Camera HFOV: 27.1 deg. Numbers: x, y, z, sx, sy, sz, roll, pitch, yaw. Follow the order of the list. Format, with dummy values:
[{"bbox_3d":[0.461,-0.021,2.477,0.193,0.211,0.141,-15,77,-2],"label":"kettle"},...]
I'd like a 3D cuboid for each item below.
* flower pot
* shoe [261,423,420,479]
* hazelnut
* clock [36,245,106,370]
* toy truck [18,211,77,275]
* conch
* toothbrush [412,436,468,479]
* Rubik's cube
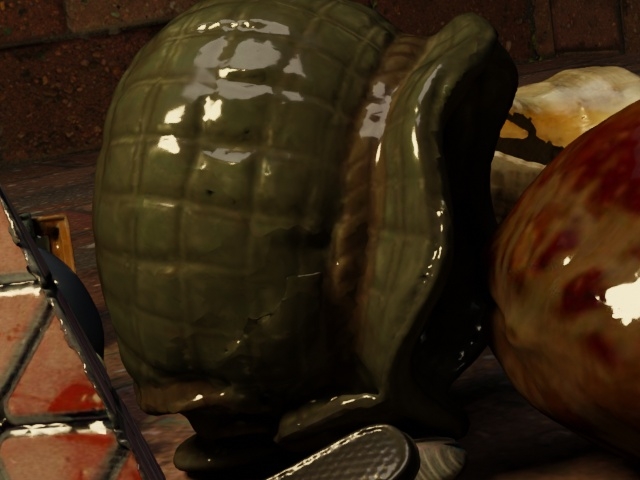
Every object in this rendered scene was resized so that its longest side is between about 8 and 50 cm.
[{"bbox_3d":[0.000,0.000,0.816,0.213,0.301,0.302,6,14,16],"label":"flower pot"},{"bbox_3d":[-0.018,0.145,0.629,0.159,0.053,0.062,-32,38,2],"label":"shoe"},{"bbox_3d":[0.192,0.018,0.680,0.218,0.218,0.234,-12,6,-20],"label":"hazelnut"},{"bbox_3d":[-0.231,0.089,0.863,0.200,0.146,0.243,-11,18,12],"label":"clock"},{"bbox_3d":[-0.368,0.059,1.138,0.305,0.136,0.162,-10,4,-20],"label":"toy truck"},{"bbox_3d":[0.183,-0.040,1.069,0.324,0.186,0.263,-11,6,-17],"label":"conch"},{"bbox_3d":[-0.113,0.161,0.675,0.413,0.035,0.042,-12,-9,-19],"label":"toothbrush"},{"bbox_3d":[-0.100,0.120,0.619,0.190,0.211,0.178,30,-1,28],"label":"Rubik's cube"}]
